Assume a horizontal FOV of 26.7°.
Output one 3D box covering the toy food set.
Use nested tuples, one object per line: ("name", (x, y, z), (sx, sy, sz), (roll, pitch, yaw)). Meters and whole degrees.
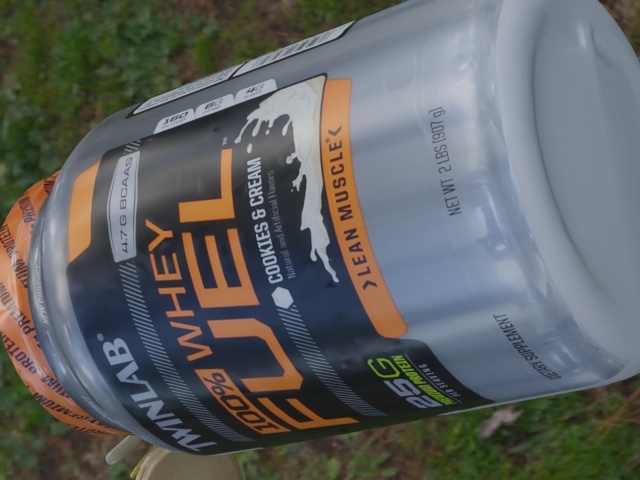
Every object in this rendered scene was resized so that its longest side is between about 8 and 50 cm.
("toy food set", (-0.139, 0.265, 1.445), (0.192, 0.132, 0.038), (57, 159, -13))

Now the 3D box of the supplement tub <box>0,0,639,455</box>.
("supplement tub", (0.000, 0.000, 0.669), (0.316, 0.193, 0.194), (-16, 80, 34))
